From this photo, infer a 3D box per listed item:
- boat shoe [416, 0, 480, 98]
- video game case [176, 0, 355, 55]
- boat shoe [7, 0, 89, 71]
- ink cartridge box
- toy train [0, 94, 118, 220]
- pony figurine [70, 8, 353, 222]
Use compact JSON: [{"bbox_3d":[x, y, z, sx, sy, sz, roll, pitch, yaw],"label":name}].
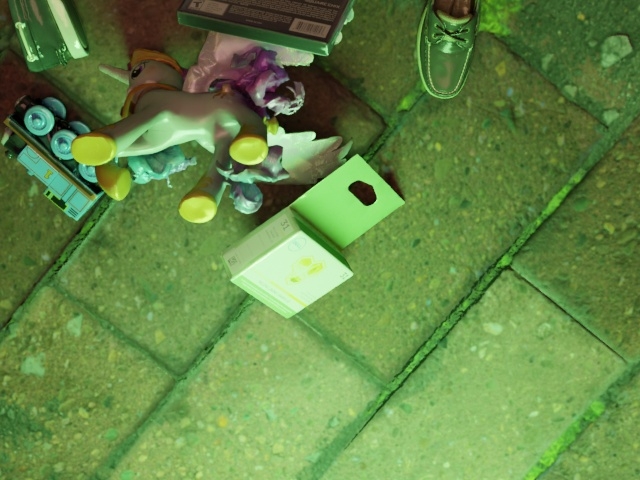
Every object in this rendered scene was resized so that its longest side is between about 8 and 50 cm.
[{"bbox_3d":[0.175,-0.300,1.677,0.080,0.073,0.224,8,104,1],"label":"boat shoe"},{"bbox_3d":[-0.039,-0.348,1.577,0.196,0.274,0.026,14,141,12],"label":"video game case"},{"bbox_3d":[-0.410,-0.373,1.669,0.091,0.114,0.303,-21,101,2],"label":"boat shoe"},{"bbox_3d":[0.000,0.000,1.720,0.235,0.171,0.056,-34,57,11],"label":"ink cartridge box"},{"bbox_3d":[-0.368,-0.119,1.749,0.184,0.080,0.105,41,108,-7],"label":"toy train"},{"bbox_3d":[-0.130,-0.165,1.590,0.350,0.363,0.303,0,120,0],"label":"pony figurine"}]
